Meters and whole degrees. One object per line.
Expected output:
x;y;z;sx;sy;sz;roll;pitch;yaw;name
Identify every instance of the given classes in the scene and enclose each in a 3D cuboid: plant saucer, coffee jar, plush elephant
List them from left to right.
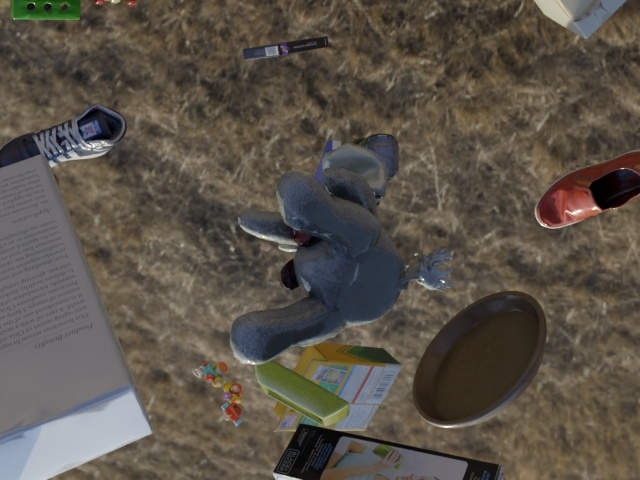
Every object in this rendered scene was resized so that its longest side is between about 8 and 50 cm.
-0.040;0.279;1.434;0.188;0.045;0.188;27;163;10;plant saucer
0.000;0.000;1.164;0.330;0.255;0.271;0;113;-32;plush elephant
0.109;-0.180;1.725;0.079;0.096;0.184;-2;-177;-12;coffee jar
0.273;0.205;1.350;0.041;0.277;0.278;42;135;-21;plant saucer

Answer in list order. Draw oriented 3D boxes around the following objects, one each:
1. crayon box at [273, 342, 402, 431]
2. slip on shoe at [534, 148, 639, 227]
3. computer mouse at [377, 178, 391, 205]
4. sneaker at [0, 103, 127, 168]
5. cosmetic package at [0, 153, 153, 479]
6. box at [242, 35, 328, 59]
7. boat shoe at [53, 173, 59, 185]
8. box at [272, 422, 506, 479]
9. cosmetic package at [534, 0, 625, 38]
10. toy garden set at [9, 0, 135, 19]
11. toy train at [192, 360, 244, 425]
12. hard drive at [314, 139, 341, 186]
0.027;0.351;1.894;0.323;0.083;0.203;13;110;-45;crayon box
0.635;-0.110;1.848;0.331;0.101;0.123;-28;103;46;slip on shoe
0.060;-0.092;1.855;0.072;0.272;0.188;43;130;14;computer mouse
-0.543;-0.210;1.673;0.153;0.282;0.099;-18;96;50;sneaker
-0.434;0.107;1.157;0.230;0.453;0.161;-21;146;-14;cosmetic package
-0.076;-0.430;1.770;0.116;0.162;0.029;5;111;43;box
-0.702;-0.155;1.989;0.095;0.257;0.095;8;111;-31;boat shoe
0.101;0.346;1.035;0.290;0.087;0.169;4;132;32;box
0.310;-0.428;1.039;0.160;0.113;0.309;-47;131;13;cosmetic package
-0.390;-0.476;1.258;0.204;0.049;0.244;-10;132;-33;toy garden set
-0.221;0.343;1.841;0.046;0.125;0.166;-39;86;10;toy train
0.014;-0.072;2.067;0.040;0.318;0.210;7;151;-10;hard drive
